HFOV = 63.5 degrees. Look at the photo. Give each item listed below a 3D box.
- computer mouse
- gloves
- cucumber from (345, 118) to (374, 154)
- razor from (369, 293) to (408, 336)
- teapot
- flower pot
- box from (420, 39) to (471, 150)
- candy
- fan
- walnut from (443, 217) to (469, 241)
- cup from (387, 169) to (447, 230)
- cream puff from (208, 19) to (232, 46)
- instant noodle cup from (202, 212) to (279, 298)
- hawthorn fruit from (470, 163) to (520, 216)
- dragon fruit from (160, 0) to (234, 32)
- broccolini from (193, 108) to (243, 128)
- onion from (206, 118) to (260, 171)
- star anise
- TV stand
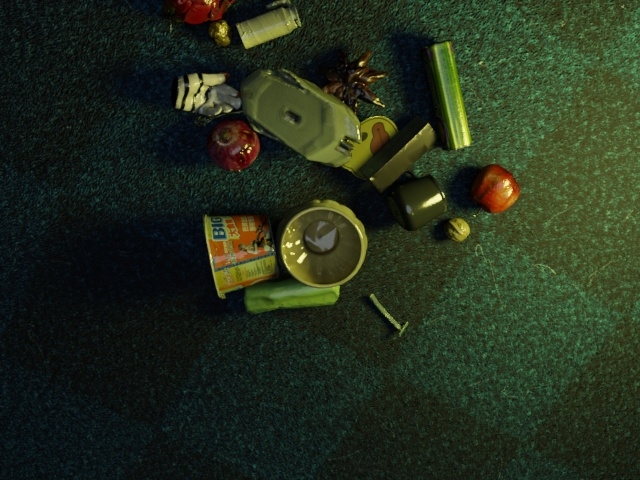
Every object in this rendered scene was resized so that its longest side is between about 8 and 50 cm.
[{"bbox_3d":[-0.062,-0.410,1.688,0.429,0.145,0.228,32,117,1],"label":"computer mouse"},{"bbox_3d":[-0.369,-0.478,1.704,0.219,0.131,0.139,-2,96,-29],"label":"gloves"},{"bbox_3d":[0.136,-0.352,1.771,0.117,0.062,0.115,17,105,-24],"label":"cucumber"},{"bbox_3d":[0.247,0.275,1.944,0.191,0.037,0.068,45,56,-8],"label":"razor"},{"bbox_3d":[-0.169,-0.706,1.671,0.201,0.077,0.107,-19,84,3],"label":"teapot"},{"bbox_3d":[0.000,0.000,1.763,0.308,0.244,0.307,0,103,0],"label":"flower pot"},{"bbox_3d":[0.413,-0.478,1.714,0.097,0.134,0.345,-15,105,3],"label":"box"},{"bbox_3d":[-0.102,0.189,1.859,0.344,0.142,0.131,-9,112,1],"label":"candy"},{"bbox_3d":[0.215,-0.333,1.762,0.335,0.011,0.229,-31,129,-8],"label":"fan"},{"bbox_3d":[0.487,-0.038,1.851,0.092,0.092,0.092,0,104,-2],"label":"walnut"},{"bbox_3d":[0.324,-0.155,1.787,0.177,0.169,0.222,-25,74,0],"label":"cup"},{"bbox_3d":[-0.324,-0.673,1.674,0.083,0.058,0.083,-10,128,-42],"label":"cream puff"},{"bbox_3d":[-0.265,0.032,1.754,0.214,0.296,0.296,-11,104,-7],"label":"instant noodle cup"},{"bbox_3d":[0.588,-0.160,1.788,0.157,0.157,0.193,32,103,-9],"label":"hawthorn fruit"},{"bbox_3d":[-0.391,-0.761,1.599,0.234,0.233,0.293,38,130,-10],"label":"dragon fruit"},{"bbox_3d":[-0.324,-0.430,1.757,0.218,0.042,0.044,-18,103,-4],"label":"broccolini"},{"bbox_3d":[-0.289,-0.318,1.724,0.178,0.153,0.177,2,98,17],"label":"onion"},{"bbox_3d":[0.092,-0.507,1.683,0.272,0.102,0.271,0,88,13],"label":"star anise"},{"bbox_3d":[0.267,-0.290,1.758,0.269,0.082,0.088,-43,131,5],"label":"TV stand"}]
